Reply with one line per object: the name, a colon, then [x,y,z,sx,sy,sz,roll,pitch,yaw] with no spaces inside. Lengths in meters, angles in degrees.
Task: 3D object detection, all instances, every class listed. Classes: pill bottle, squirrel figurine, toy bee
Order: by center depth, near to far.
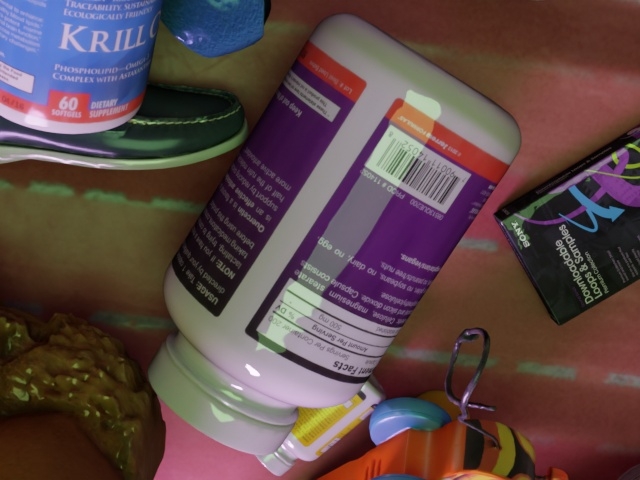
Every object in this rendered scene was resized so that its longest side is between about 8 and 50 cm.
pill bottle: [-0.159,-0.191,0.769,0.124,0.124,0.221,11,127,-10]
squirrel figurine: [-0.324,0.207,0.892,0.371,0.281,0.396,4,62,7]
pill bottle: [0.000,0.000,0.913,0.182,0.181,0.323,31,101,-14]
toy bee: [0.110,0.206,0.959,0.162,0.298,0.195,25,68,-14]
pill bottle: [-0.006,0.149,1.015,0.116,0.065,0.065,-41,106,5]

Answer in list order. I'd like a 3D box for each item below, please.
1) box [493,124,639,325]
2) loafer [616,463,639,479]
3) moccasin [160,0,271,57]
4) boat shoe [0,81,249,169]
box: [0.246,-0.014,1.017,0.162,0.029,0.116,-31,107,4]
loafer: [0.271,0.264,0.986,0.319,0.111,0.112,-21,95,-41]
moccasin: [-0.131,-0.300,0.852,0.138,0.117,0.341,-12,112,9]
boat shoe: [-0.183,-0.108,0.910,0.255,0.095,0.079,2,117,2]
